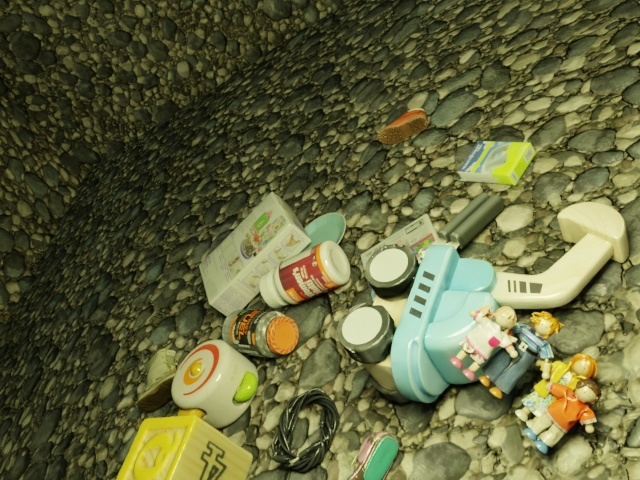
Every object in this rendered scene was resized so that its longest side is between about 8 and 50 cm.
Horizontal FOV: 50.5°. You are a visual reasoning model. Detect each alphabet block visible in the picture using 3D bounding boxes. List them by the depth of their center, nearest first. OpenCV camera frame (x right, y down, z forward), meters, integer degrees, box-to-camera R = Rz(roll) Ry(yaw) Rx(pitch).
[{"bbox_3d":[-0.298,0.512,1.473,0.192,0.197,0.193,-17,41,36],"label":"alphabet block"}]

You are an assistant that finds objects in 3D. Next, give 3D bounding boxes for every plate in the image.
[{"bbox_3d":[0.000,0.000,1.905,0.188,0.024,0.188,-29,34,22],"label":"plate"}]

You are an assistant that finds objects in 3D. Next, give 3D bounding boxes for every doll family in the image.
[{"bbox_3d":[0.357,0.209,1.133,0.263,0.118,0.163,44,107,22],"label":"doll family"}]

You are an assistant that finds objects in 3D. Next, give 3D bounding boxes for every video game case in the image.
[{"bbox_3d":[0.198,0.043,1.636,0.201,0.023,0.183,-33,33,15],"label":"video game case"}]

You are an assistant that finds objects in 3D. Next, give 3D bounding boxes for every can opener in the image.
[{"bbox_3d":[0.306,0.000,1.520,0.280,0.093,0.074,-45,33,-18],"label":"can opener"}]

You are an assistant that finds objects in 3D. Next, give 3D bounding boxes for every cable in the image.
[{"bbox_3d":[-0.028,0.398,1.449,0.151,0.047,0.184,-7,46,44],"label":"cable"}]

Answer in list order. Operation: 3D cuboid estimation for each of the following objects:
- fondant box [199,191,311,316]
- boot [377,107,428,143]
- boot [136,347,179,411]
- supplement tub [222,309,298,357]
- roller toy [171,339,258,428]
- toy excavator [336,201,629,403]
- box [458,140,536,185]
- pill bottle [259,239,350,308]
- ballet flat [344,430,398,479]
[{"bbox_3d":[-0.200,0.040,1.989,0.330,0.096,0.238,-45,30,8],"label":"fondant box"},{"bbox_3d":[0.243,-0.340,2.008,0.158,0.059,0.084,-19,35,20],"label":"boot"},{"bbox_3d":[-0.418,0.365,1.896,0.213,0.077,0.165,-33,31,21],"label":"boot"},{"bbox_3d":[-0.151,0.234,1.711,0.190,0.117,0.117,-4,49,46],"label":"supplement tub"},{"bbox_3d":[-0.266,0.351,1.674,0.209,0.146,0.191,-40,31,7],"label":"roller toy"},{"bbox_3d":[0.318,0.117,1.286,0.445,0.222,0.432,4,54,33],"label":"toy excavator"},{"bbox_3d":[0.418,-0.190,1.644,0.178,0.042,0.109,13,62,53],"label":"box"},{"bbox_3d":[-0.043,0.093,1.750,0.221,0.121,0.121,-26,36,27],"label":"pill bottle"},{"bbox_3d":[0.070,0.454,1.261,0.221,0.077,0.079,-56,15,-28],"label":"ballet flat"}]
